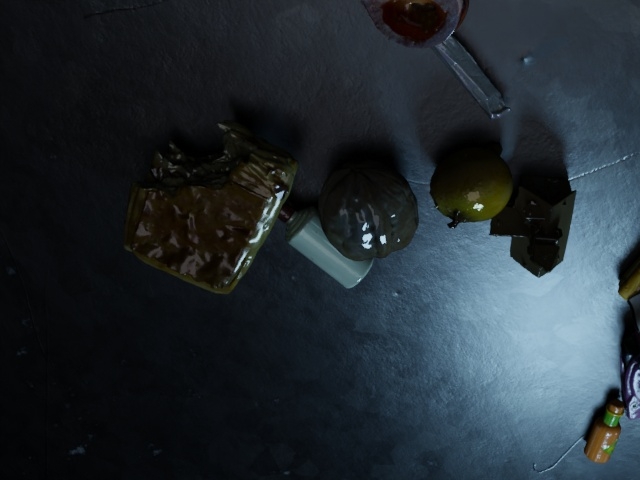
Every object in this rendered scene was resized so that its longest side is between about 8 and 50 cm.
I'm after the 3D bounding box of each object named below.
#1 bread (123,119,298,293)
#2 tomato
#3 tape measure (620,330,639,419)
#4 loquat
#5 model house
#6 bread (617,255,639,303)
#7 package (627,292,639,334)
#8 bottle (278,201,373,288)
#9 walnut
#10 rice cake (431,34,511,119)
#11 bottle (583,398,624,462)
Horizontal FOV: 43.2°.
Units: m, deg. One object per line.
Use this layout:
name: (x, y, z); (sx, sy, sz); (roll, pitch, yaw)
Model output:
bread: (-0.237, -0.092, 1.765); (0.314, 0.191, 0.369); (27, 115, 3)
tomato: (0.178, -0.478, 1.498); (0.199, 0.112, 0.227); (-2, 114, 28)
tape measure: (0.816, 0.308, 1.873); (0.232, 0.149, 0.245); (-8, 119, 16)
loquat: (0.318, -0.120, 1.679); (0.149, 0.204, 0.172); (46, 161, -26)
model house: (0.441, -0.007, 1.675); (0.176, 0.248, 0.180); (4, 121, 6)
bread: (0.756, 0.066, 1.780); (0.116, 0.077, 0.200); (30, 121, -1)
package: (0.786, 0.192, 1.697); (0.250, 0.062, 0.204); (55, 140, 9)
bottle: (0.000, 0.000, 1.832); (0.245, 0.104, 0.104); (39, 120, -16)
walnut: (0.101, -0.061, 1.728); (0.224, 0.224, 0.224); (4, 122, 6)
rice cake: (0.283, -0.344, 1.605); (0.055, 0.049, 0.270); (-44, 108, 6)
bottle: (0.724, 0.478, 2.044); (0.069, 0.069, 0.187); (8, 123, 4)
